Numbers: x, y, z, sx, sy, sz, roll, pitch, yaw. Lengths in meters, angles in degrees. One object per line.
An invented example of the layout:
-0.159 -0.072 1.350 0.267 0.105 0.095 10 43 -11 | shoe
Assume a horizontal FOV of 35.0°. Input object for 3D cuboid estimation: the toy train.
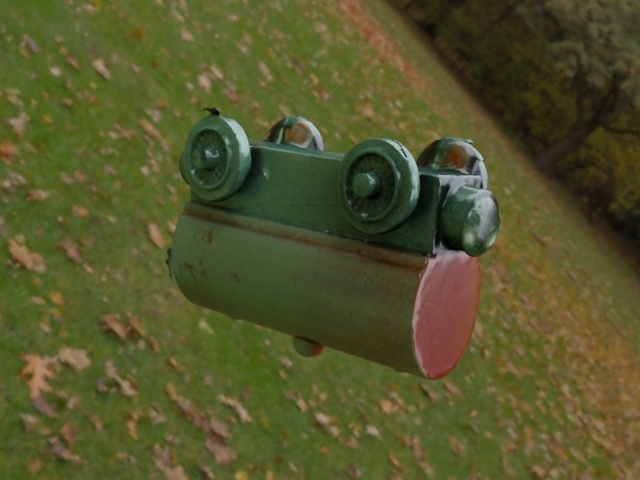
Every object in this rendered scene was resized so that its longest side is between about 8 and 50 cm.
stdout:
0.000 0.000 0.749 0.285 0.177 0.116 13 11 38 | toy train
